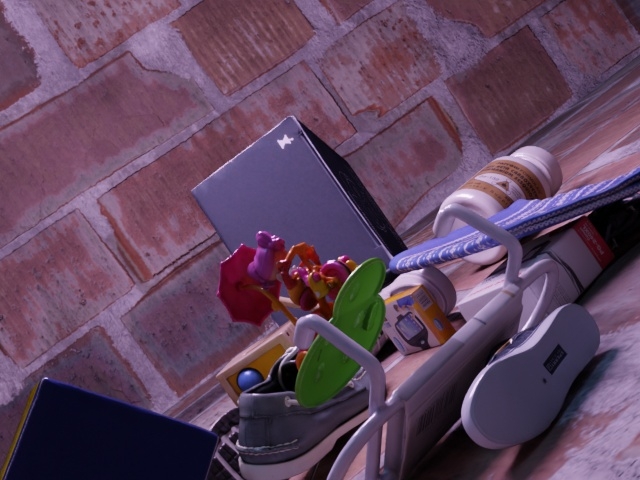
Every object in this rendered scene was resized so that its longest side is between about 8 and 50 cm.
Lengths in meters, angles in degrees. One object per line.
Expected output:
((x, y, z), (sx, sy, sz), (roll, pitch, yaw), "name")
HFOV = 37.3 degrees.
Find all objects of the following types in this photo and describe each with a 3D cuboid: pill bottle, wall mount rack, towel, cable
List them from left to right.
((0.078, 0.139, 0.904), (0.350, 0.130, 0.304), (-36, -36, -35), "wall mount rack")
((0.308, -0.067, 1.582), (0.229, 0.131, 0.131), (-37, 3, -40), "pill bottle")
((0.240, -0.025, 1.189), (0.243, 0.040, 0.336), (-21, -2, -17), "towel")
((0.324, -0.009, 1.173), (0.150, 0.047, 0.184), (-37, 2, -35), "cable")

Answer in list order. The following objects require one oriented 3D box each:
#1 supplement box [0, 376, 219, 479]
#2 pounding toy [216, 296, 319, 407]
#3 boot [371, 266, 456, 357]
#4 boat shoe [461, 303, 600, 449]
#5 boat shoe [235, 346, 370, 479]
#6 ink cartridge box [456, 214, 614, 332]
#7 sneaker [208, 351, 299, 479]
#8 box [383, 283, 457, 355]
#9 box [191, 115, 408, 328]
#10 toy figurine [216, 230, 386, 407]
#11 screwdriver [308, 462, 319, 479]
((-0.268, 0.286, 1.086), (0.356, 0.194, 0.195), (149, 141, -69), "supplement box")
((-0.061, 0.160, 1.372), (0.181, 0.206, 0.094), (-35, 2, 18), "pounding toy")
((0.104, 0.122, 1.404), (0.123, 0.095, 0.258), (-43, -3, -24), "boot")
((0.159, 0.122, 0.781), (0.183, 0.065, 0.083), (-31, -8, -42), "boat shoe")
((-0.007, 0.173, 1.115), (0.116, 0.099, 0.319), (-7, 10, 24), "boat shoe")
((0.239, 0.047, 1.054), (0.150, 0.063, 0.109), (-35, 2, -40), "ink cartridge box")
((-0.080, 0.259, 1.204), (0.121, 0.111, 0.300), (-51, -9, 31), "sneaker")
((0.120, 0.111, 1.285), (0.028, 0.081, 0.136), (-37, 2, -30), "box")
((0.000, 0.000, 1.629), (0.212, 0.294, 0.395), (-35, -14, 7), "box")
((-0.031, 0.050, 0.929), (0.130, 0.159, 0.173), (-28, -37, -44), "toy figurine")
((-0.005, 0.252, 1.067), (0.170, 0.024, 0.025), (-58, -8, -67), "screwdriver")
